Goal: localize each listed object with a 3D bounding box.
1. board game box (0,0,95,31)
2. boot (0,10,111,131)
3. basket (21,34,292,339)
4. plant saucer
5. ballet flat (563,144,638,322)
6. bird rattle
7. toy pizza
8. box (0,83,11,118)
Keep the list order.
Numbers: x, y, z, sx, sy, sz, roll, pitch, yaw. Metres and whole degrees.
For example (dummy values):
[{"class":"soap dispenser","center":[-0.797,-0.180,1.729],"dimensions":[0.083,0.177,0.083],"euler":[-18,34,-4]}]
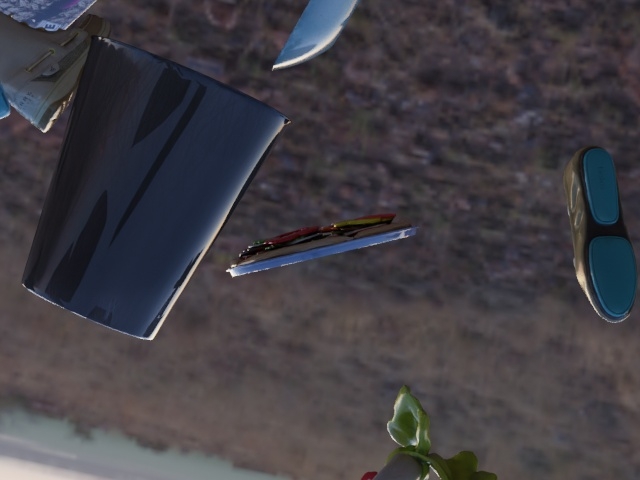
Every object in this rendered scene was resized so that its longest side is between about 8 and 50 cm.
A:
[{"class":"board game box","center":[-0.447,-0.437,1.890],"dimensions":[0.291,0.141,0.232],"euler":[9,151,-41]},{"class":"boot","center":[-0.331,-0.225,1.467],"dimensions":[0.165,0.213,0.077],"euler":[32,125,-11]},{"class":"basket","center":[-0.159,-0.040,1.168],"dimensions":[0.204,0.227,0.154],"euler":[22,179,24]},{"class":"plant saucer","center":[0.022,-0.221,1.126],"dimensions":[0.037,0.195,0.195],"euler":[29,165,-5]},{"class":"ballet flat","center":[0.349,-0.003,1.665],"dimensions":[0.080,0.232,0.073],"euler":[5,160,-20]},{"class":"bird rattle","center":[0.050,0.282,1.418],"dimensions":[0.253,0.143,0.207],"euler":[-46,171,38]},{"class":"toy pizza","center":[0.000,0.000,1.339],"dimensions":[0.201,0.032,0.201],"euler":[-13,180,0]},{"class":"box","center":[-0.235,-0.015,0.443],"dimensions":[0.100,0.244,0.060],"euler":[7,125,55]}]
